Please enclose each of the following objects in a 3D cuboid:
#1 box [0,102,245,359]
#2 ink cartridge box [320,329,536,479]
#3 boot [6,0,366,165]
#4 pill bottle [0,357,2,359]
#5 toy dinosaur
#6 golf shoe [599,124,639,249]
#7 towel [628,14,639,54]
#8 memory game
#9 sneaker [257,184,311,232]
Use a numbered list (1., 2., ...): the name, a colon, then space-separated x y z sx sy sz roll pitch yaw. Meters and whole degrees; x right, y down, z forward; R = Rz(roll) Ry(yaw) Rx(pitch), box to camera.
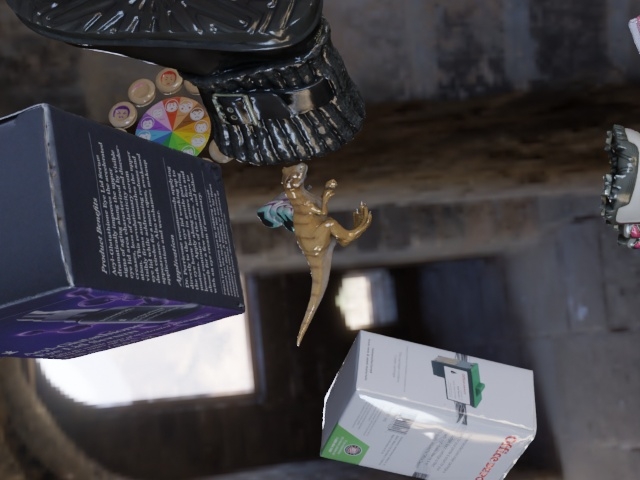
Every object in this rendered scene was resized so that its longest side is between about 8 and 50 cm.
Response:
1. box: -0.165 0.004 0.837 0.207 0.153 0.108 13 -117 -63
2. ink cartridge box: 0.127 0.207 1.603 0.160 0.219 0.092 114 166 -49
3. boot: -0.135 -0.195 1.406 0.260 0.348 0.131 67 -142 -65
4. pill bottle: -0.309 0.057 1.122 0.123 0.219 0.123 43 -161 -19
5. toy dinosaur: 0.000 0.000 1.526 0.064 0.112 0.211 -132 29 -63
6. golf shoe: 0.365 -0.056 1.437 0.273 0.120 0.105 26 -111 -68
7. towel: 0.467 -0.240 1.607 0.144 0.197 0.029 63 164 -14
8. memory game: -0.184 -0.136 1.677 0.012 0.186 0.186 60 -161 -63
9. sneaker: -0.031 -0.046 1.708 0.098 0.069 0.038 14 142 50
